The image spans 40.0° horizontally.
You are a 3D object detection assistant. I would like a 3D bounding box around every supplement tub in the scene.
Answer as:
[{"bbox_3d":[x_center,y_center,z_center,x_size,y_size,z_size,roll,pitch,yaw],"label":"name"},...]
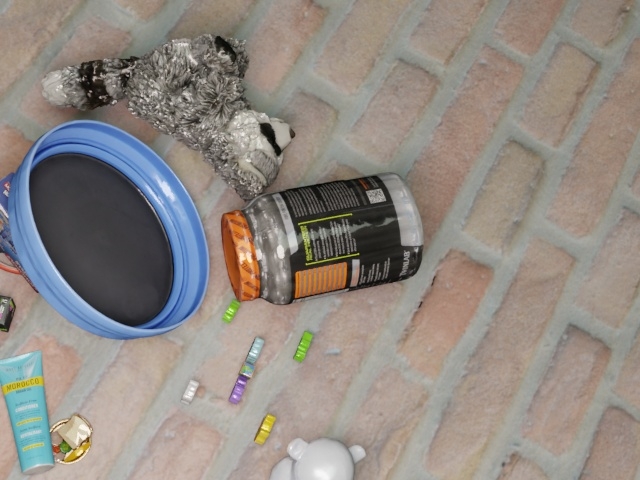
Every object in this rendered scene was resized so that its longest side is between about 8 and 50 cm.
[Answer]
[{"bbox_3d":[0.000,0.000,1.606,0.337,0.207,0.207,-10,74,-15],"label":"supplement tub"}]

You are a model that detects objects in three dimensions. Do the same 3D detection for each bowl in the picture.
[{"bbox_3d":[-0.353,-0.015,1.493,0.391,0.077,0.391,36,39,-37],"label":"bowl"}]

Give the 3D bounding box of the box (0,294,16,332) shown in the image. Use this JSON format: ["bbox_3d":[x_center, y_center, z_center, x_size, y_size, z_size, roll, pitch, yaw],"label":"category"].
[{"bbox_3d":[-0.579,0.121,1.525,0.083,0.062,0.052,13,68,-6],"label":"box"}]

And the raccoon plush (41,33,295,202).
[{"bbox_3d":[-0.276,-0.197,1.668,0.446,0.216,0.299,-10,86,12],"label":"raccoon plush"}]

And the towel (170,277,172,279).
[{"bbox_3d":[-0.345,0.080,1.607,0.152,0.023,0.113,33,70,0],"label":"towel"}]

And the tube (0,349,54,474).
[{"bbox_3d":[-0.497,0.291,1.496,0.080,0.052,0.207,-10,65,-21],"label":"tube"}]

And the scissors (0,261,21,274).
[{"bbox_3d":[-0.639,-0.035,1.586,0.297,0.021,0.109,24,71,-5],"label":"scissors"}]

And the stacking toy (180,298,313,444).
[{"bbox_3d":[-0.132,0.233,1.589,0.166,0.052,0.221,27,67,-4],"label":"stacking toy"}]

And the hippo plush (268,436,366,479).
[{"bbox_3d":[-0.025,0.444,1.431,0.234,0.294,0.237,7,61,-32],"label":"hippo plush"}]

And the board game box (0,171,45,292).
[{"bbox_3d":[-0.514,-0.006,1.513,0.060,0.194,0.194,-44,107,-31],"label":"board game box"}]

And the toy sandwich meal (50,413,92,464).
[{"bbox_3d":[-0.428,0.340,1.501,0.085,0.029,0.086,3,71,-10],"label":"toy sandwich meal"}]
